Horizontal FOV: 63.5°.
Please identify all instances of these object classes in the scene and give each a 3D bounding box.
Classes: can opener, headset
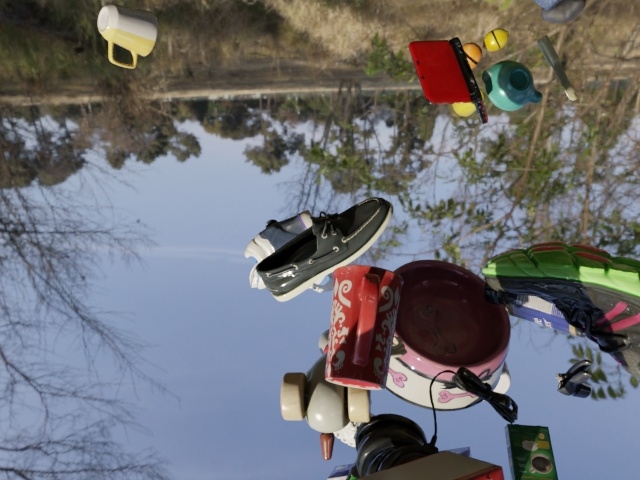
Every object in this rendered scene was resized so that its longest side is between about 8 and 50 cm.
[{"bbox_3d":[0.578,0.306,1.164,0.073,0.186,0.059,3,-122,15],"label":"can opener"},{"bbox_3d":[0.155,0.389,0.849,0.185,0.394,0.243,33,179,-6],"label":"headset"}]

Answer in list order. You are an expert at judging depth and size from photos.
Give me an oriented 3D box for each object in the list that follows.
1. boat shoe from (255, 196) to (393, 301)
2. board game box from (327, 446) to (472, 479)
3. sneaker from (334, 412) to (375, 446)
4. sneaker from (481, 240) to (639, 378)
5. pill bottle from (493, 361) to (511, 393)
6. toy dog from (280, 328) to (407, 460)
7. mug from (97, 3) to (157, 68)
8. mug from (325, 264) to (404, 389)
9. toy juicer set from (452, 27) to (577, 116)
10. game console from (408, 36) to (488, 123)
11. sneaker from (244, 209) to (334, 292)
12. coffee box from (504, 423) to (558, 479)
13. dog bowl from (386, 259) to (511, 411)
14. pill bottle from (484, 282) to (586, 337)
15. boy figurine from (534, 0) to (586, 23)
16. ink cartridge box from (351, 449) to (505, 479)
[{"bbox_3d":[-0.001,-0.002,1.138,0.340,0.113,0.127,-34,-149,17],"label":"boat shoe"},{"bbox_3d":[0.215,0.646,1.237,0.347,0.233,0.078,-17,175,18],"label":"board game box"},{"bbox_3d":[0.055,0.468,1.410,0.292,0.118,0.110,29,-120,12],"label":"sneaker"},{"bbox_3d":[0.514,0.129,0.903,0.483,0.202,0.185,16,-161,31],"label":"sneaker"},{"bbox_3d":[0.522,0.371,1.744,0.169,0.169,0.301,-1,-145,2],"label":"pill bottle"},{"bbox_3d":[0.027,0.296,1.012,0.220,0.160,0.334,6,-170,25],"label":"toy dog"},{"bbox_3d":[-0.268,-0.288,0.714,0.062,0.078,0.064,-21,166,40],"label":"mug"},{"bbox_3d":[0.055,0.128,0.781,0.113,0.169,0.150,-2,156,28],"label":"mug"},{"bbox_3d":[0.495,-0.446,1.358,0.329,0.209,0.089,-8,180,-10],"label":"toy juicer set"},{"bbox_3d":[0.224,-0.273,0.900,0.085,0.144,0.124,-19,152,19],"label":"game console"},{"bbox_3d":[-0.072,0.083,1.414,0.236,0.322,0.130,-29,-142,0],"label":"sneaker"},{"bbox_3d":[0.547,0.575,1.340,0.113,0.040,0.184,3,-128,2],"label":"coffee box"},{"bbox_3d":[0.305,0.222,1.353,0.408,0.150,0.408,6,-133,-7],"label":"dog bowl"},{"bbox_3d":[0.478,0.120,1.119,0.219,0.122,0.123,16,-153,41],"label":"pill bottle"},{"bbox_3d":[0.299,-0.452,0.728,0.285,0.177,0.092,37,-159,-30],"label":"boy figurine"},{"bbox_3d":[0.131,0.419,0.607,0.197,0.272,0.114,-5,172,-26],"label":"ink cartridge box"}]
